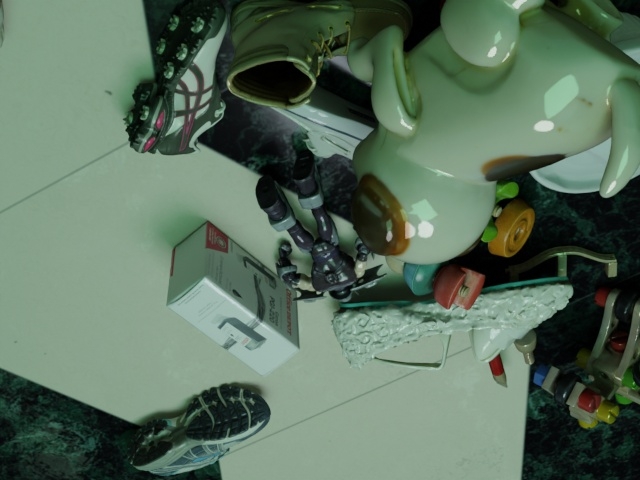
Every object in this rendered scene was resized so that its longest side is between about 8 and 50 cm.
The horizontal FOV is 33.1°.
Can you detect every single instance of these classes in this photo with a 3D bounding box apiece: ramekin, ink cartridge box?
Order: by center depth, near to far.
[{"bbox_3d":[0.398,-0.206,1.555,0.272,0.127,0.273,-12,139,-11],"label":"ramekin"},{"bbox_3d":[-0.138,0.097,1.762,0.092,0.158,0.218,-37,120,21],"label":"ink cartridge box"}]

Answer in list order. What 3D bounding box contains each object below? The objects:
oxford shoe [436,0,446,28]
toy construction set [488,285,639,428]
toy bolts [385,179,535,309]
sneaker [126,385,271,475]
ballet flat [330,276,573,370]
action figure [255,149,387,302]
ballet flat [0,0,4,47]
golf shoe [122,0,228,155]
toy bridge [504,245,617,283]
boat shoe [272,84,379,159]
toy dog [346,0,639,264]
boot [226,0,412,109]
[{"bbox_3d":[0.236,-0.383,1.480,0.098,0.097,0.271,4,136,-10],"label":"oxford shoe"},{"bbox_3d":[0.455,0.237,1.878,0.308,0.257,0.237,2,141,21],"label":"toy construction set"},{"bbox_3d":[0.212,-0.013,1.728,0.218,0.158,0.228,17,102,-60],"label":"toy bolts"},{"bbox_3d":[-0.212,0.359,2.001,0.283,0.110,0.122,-21,142,15],"label":"sneaker"},{"bbox_3d":[0.222,0.148,1.809,0.409,0.147,0.147,-8,126,14],"label":"ballet flat"},{"bbox_3d":[0.000,0.000,1.743,0.185,0.099,0.285,-23,128,5],"label":"action figure"},{"bbox_3d":[-0.513,-0.288,1.517,0.316,0.108,0.106,-37,140,28],"label":"ballet flat"},{"bbox_3d":[-0.187,-0.236,1.571,0.120,0.105,0.273,12,132,-30],"label":"golf shoe"},{"bbox_3d":[0.407,0.041,1.829,0.188,0.026,0.063,-6,125,2],"label":"toy bridge"},{"bbox_3d":[0.015,-0.168,1.623,0.267,0.096,0.088,19,119,-25],"label":"boat shoe"},{"bbox_3d":[0.204,-0.144,1.384,0.284,0.395,0.408,-11,148,-52],"label":"toy dog"},{"bbox_3d":[0.002,-0.262,1.480,0.262,0.203,0.095,0,127,-1],"label":"boot"}]
